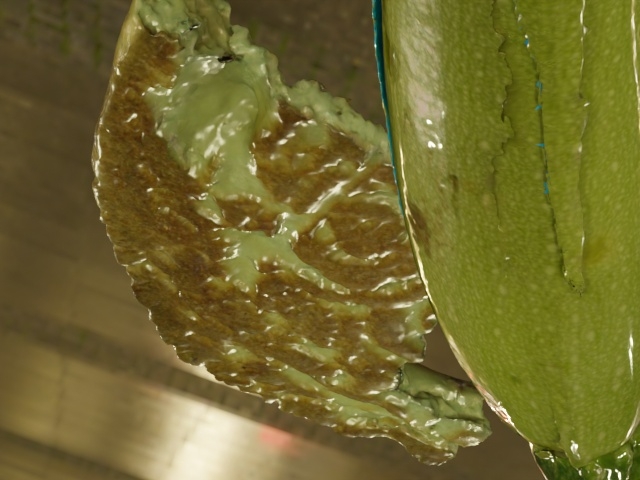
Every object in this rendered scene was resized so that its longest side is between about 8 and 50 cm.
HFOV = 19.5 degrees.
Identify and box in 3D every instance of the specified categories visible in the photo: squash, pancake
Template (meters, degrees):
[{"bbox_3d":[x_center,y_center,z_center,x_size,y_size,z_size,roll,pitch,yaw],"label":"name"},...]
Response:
[{"bbox_3d":[0.061,-0.028,0.531,0.094,0.094,0.341,12,143,21],"label":"squash"},{"bbox_3d":[-0.001,-0.004,0.933,0.197,0.054,0.376,-8,139,17],"label":"pancake"}]
